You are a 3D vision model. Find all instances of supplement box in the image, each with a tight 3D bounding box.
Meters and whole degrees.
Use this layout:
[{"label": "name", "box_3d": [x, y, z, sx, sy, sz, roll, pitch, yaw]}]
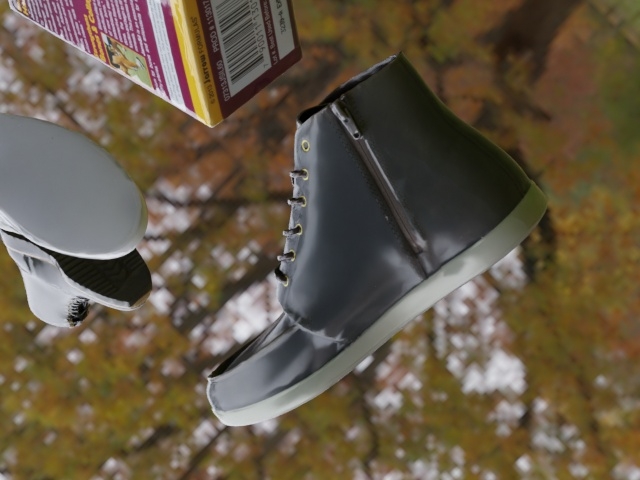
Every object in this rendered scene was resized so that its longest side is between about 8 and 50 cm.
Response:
[{"label": "supplement box", "box_3d": [-0.108, -0.160, 1.032, 0.188, 0.081, 0.104, 32, 148, 33]}]

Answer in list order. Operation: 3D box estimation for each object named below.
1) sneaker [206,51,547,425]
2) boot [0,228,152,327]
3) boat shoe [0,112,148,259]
[{"label": "sneaker", "box_3d": [0.000, 0.000, 0.922, 0.118, 0.222, 0.083, 49, -157, -7]}, {"label": "boot", "box_3d": [-0.238, 0.052, 1.791, 0.198, 0.077, 0.137, 31, 144, 36]}, {"label": "boat shoe", "box_3d": [-0.250, -0.050, 1.441, 0.268, 0.096, 0.088, 18, 171, 20]}]
